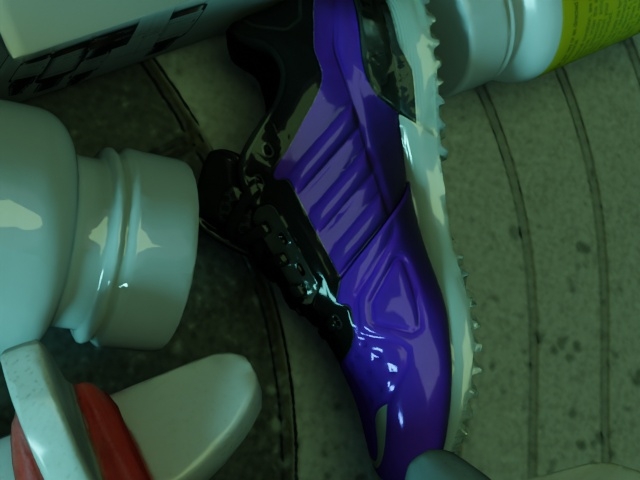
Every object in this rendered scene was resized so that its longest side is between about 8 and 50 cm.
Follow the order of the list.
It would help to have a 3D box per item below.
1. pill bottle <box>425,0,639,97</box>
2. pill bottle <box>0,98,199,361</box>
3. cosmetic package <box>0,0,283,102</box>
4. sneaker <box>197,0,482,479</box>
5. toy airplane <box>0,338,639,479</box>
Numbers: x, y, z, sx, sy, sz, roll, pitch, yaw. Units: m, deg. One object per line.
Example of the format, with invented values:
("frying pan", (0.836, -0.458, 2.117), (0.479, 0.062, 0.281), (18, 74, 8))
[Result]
("pill bottle", (0.142, -0.169, 0.898), (0.208, 0.119, 0.119), (-25, 88, -28))
("pill bottle", (-0.184, -0.008, 0.699), (0.229, 0.131, 0.131), (9, 73, -22))
("cosmetic package", (-0.086, -0.144, 0.800), (0.239, 0.099, 0.060), (-24, 90, -27))
("sneaker", (0.000, 0.000, 0.808), (0.146, 0.102, 0.293), (-4, 80, -13))
("toy airplane", (-0.066, 0.218, 0.611), (0.384, 0.272, 0.386), (24, 81, 3))
